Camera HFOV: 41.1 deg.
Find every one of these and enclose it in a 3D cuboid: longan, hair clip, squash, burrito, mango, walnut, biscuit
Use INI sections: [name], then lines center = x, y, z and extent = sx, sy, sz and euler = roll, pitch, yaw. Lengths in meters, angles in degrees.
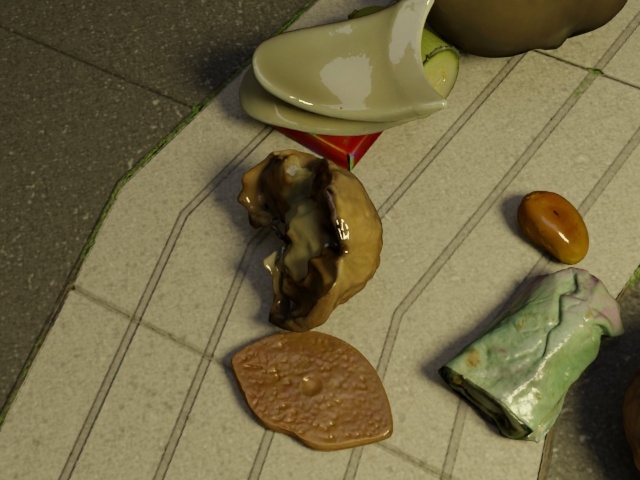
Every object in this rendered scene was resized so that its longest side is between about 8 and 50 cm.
[longan]
center = 0.294, -0.403, 1.236
extent = 0.350, 0.288, 0.288
euler = -33, 65, -16
[hair clip]
center = 0.021, -0.227, 1.176
extent = 0.282, 0.113, 0.172
euler = -6, 76, 1
[squash]
center = 0.104, -0.276, 1.256
extent = 0.123, 0.123, 0.187
euler = -39, 65, -18
[burrito]
center = 0.269, 0.126, 1.048
extent = 0.144, 0.089, 0.229
euler = 39, 71, 18
[mango]
center = 0.311, -0.018, 1.139
extent = 0.080, 0.060, 0.114
euler = -17, 59, -25
[walnut]
center = 0.005, -0.009, 1.078
extent = 0.141, 0.204, 0.238
euler = 1, 64, -34
[biscuit]
center = -0.008, 0.182, 1.058
extent = 0.221, 0.029, 0.142
euler = 19, 64, 13

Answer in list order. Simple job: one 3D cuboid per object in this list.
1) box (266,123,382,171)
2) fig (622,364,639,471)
[box]
center = 0.003, -0.190, 1.251
extent = 0.175, 0.048, 0.112
euler = 30, 67, 17
[fig]
center = 0.475, 0.181, 0.859
extent = 0.286, 0.368, 0.286
euler = -2, 70, 6
